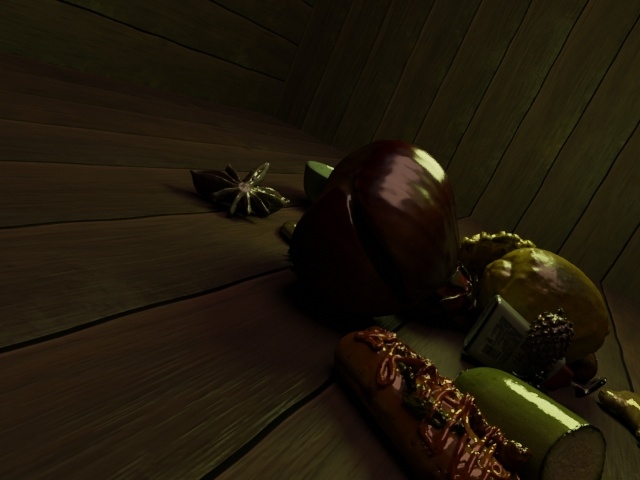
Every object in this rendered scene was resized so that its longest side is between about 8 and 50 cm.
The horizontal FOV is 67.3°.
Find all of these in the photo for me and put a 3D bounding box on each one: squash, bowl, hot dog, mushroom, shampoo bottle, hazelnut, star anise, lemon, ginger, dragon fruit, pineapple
[{"bbox_3d":[0.307,0.291,0.774,0.133,0.132,0.247,15,6,-25],"label":"squash"},{"bbox_3d":[0.053,-0.162,1.740,0.290,0.146,0.289,23,16,-7],"label":"bowl"},{"bbox_3d":[0.158,0.248,0.731,0.158,0.117,0.349,10,23,-36],"label":"hot dog"},{"bbox_3d":[0.669,0.319,1.272,0.127,0.087,0.127,8,41,-7],"label":"mushroom"},{"bbox_3d":[0.471,0.258,1.061,0.284,0.153,0.071,32,16,4],"label":"shampoo bottle"},{"bbox_3d":[0.129,-0.026,1.046,0.360,0.359,0.409,24,53,-1],"label":"hazelnut"},{"bbox_3d":[-0.218,-0.135,1.371,0.258,0.110,0.198,-11,61,-36],"label":"star anise"},{"bbox_3d":[0.543,0.168,1.193,0.316,0.285,0.285,51,1,-34],"label":"lemon"},{"bbox_3d":[0.742,0.428,1.048,0.118,0.065,0.298,6,20,-11],"label":"ginger"},{"bbox_3d":[0.299,0.118,1.213,0.189,0.182,0.182,35,13,-22],"label":"dragon fruit"},{"bbox_3d":[0.440,0.235,0.980,0.103,0.221,0.083,27,0,-17],"label":"pineapple"}]

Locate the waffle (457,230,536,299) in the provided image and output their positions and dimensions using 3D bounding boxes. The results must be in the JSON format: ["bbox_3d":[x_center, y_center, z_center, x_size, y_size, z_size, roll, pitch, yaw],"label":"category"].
[{"bbox_3d":[0.464,0.076,1.354,0.330,0.329,0.062,18,48,-17],"label":"waffle"}]

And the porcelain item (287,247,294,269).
[{"bbox_3d":[-0.046,0.060,1.170,0.136,0.021,0.075,35,20,30],"label":"porcelain item"}]

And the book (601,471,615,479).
[{"bbox_3d":[0.460,0.423,0.765,0.231,0.026,0.161,35,21,31],"label":"book"}]

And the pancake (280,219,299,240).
[{"bbox_3d":[0.001,-0.001,1.375,0.236,0.042,0.222,31,17,20],"label":"pancake"}]
